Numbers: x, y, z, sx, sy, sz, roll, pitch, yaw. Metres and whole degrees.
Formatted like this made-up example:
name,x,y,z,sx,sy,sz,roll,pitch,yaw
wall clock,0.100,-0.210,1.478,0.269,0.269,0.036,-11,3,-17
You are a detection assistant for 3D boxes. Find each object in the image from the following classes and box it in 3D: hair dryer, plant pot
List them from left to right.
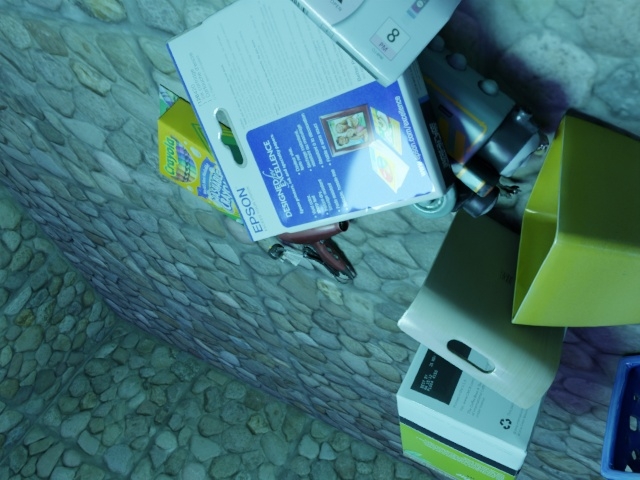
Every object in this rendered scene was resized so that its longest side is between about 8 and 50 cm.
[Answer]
name,x,y,z,sx,sy,sz,roll,pitch,yaw
hair dryer,0.000,0.000,1.263,0.223,0.080,0.293,19,157,-5
plant pot,0.380,-0.005,0.724,0.187,0.212,0.212,13,147,11
plant pot,0.655,0.340,0.928,0.212,0.236,0.236,35,152,-16

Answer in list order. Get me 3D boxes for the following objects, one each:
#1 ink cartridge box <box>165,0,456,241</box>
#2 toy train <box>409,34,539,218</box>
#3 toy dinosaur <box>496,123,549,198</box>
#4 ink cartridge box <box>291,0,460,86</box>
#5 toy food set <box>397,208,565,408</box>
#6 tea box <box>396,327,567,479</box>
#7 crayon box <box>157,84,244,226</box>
name,x,y,z,sx,sy,sz,roll,pitch,yaw
ink cartridge box,-0.019,-0.171,0.706,0.307,0.072,0.304,-11,107,36
toy train,0.126,-0.177,0.736,0.334,0.142,0.190,41,136,5
toy dinosaur,0.234,-0.113,0.840,0.268,0.064,0.118,-1,121,47
ink cartridge box,0.075,-0.305,0.545,0.189,0.232,0.066,40,-169,-11
toy food set,0.266,0.083,0.867,0.219,0.306,0.092,33,134,3
tea box,0.311,0.260,1.045,0.219,0.329,0.324,20,149,23
crayon box,-0.245,-0.171,1.214,0.322,0.083,0.203,33,151,3
